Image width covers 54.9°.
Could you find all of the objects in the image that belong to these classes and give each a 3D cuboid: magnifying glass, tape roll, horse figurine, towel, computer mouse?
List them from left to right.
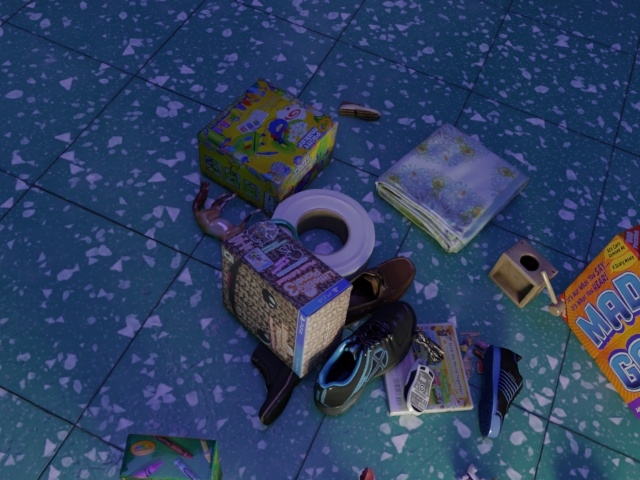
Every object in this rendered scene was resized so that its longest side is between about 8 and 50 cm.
[{"bbox_3d":[-0.256,-0.052,1.681,0.263,0.066,0.174,35,55,12],"label":"horse figurine"},{"bbox_3d":[-0.069,0.035,1.554,0.092,0.026,0.231,-29,67,-22],"label":"magnifying glass"},{"bbox_3d":[0.000,0.000,1.658,0.286,0.100,0.286,3,58,-5],"label":"tape roll"},{"bbox_3d":[0.235,0.322,1.472,0.106,0.042,0.193,40,57,-27],"label":"computer mouse"},{"bbox_3d":[0.388,-0.168,1.816,0.320,0.090,0.374,42,62,18],"label":"towel"}]

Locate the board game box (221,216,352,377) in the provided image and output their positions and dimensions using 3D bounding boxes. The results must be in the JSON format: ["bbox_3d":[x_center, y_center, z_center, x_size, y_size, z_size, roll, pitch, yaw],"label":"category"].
[{"bbox_3d":[-0.088,0.131,1.449,0.291,0.232,0.141,37,52,28],"label":"board game box"}]

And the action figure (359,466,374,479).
[{"bbox_3d":[0.041,0.641,1.238,0.275,0.248,0.370,-1,55,25],"label":"action figure"}]

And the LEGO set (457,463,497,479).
[{"bbox_3d":[0.376,0.600,1.330,0.093,0.087,0.227,-27,64,-22],"label":"LEGO set"}]

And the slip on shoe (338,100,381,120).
[{"bbox_3d":[0.127,-0.417,1.967,0.135,0.051,0.041,8,59,8],"label":"slip on shoe"}]

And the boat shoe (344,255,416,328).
[{"bbox_3d":[0.136,0.128,1.585,0.307,0.104,0.111,-34,71,-24],"label":"boat shoe"}]

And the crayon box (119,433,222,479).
[{"bbox_3d":[-0.286,0.466,1.222,0.165,0.278,0.081,5,56,-3],"label":"crayon box"}]

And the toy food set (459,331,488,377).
[{"bbox_3d":[0.394,0.287,1.569,0.077,0.019,0.122,-1,58,-7],"label":"toy food set"}]

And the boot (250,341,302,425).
[{"bbox_3d":[-0.128,0.328,1.458,0.137,0.077,0.198,24,45,14],"label":"boot"}]

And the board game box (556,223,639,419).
[{"bbox_3d":[0.883,0.158,1.508,0.356,0.356,0.356,-20,62,-19],"label":"board game box"}]

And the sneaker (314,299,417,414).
[{"bbox_3d":[0.115,0.262,1.459,0.125,0.140,0.341,32,64,25],"label":"sneaker"}]

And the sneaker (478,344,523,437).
[{"bbox_3d":[0.442,0.368,1.488,0.090,0.081,0.232,17,61,-5],"label":"sneaker"}]

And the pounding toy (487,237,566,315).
[{"bbox_3d":[0.570,0.099,1.613,0.094,0.181,0.206,-32,67,-24],"label":"pounding toy"}]

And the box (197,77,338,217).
[{"bbox_3d":[-0.149,-0.265,1.761,0.279,0.177,0.290,33,59,14],"label":"box"}]

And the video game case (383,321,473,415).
[{"bbox_3d":[0.255,0.315,1.532,0.206,0.026,0.227,-2,57,-8],"label":"video game case"}]
